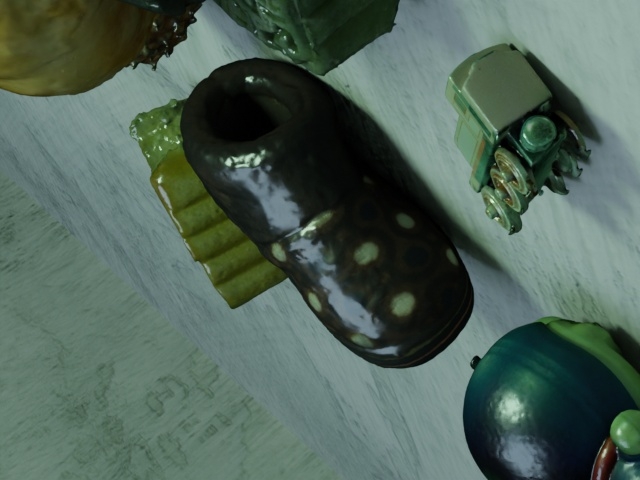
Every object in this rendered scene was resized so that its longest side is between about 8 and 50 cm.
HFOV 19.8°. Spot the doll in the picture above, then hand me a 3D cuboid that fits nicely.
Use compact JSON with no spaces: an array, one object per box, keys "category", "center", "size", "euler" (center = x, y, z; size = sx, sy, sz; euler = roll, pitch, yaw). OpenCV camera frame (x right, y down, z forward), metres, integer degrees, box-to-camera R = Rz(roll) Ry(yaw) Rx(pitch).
[{"category":"doll","center":[0.264,0.191,1.774],"size":[0.322,0.186,0.198],"euler":[31,159,42]}]

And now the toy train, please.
[{"category":"toy train","center":[0.160,-0.085,1.556],"size":[0.125,0.081,0.194],"euler":[56,171,12]}]

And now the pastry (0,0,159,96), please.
[{"category":"pastry","center":[-0.277,-0.319,1.610],"size":[0.409,0.245,0.409],"euler":[-5,-90,-78]}]

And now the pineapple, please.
[{"category":"pineapple","center":[-0.203,-0.274,1.970],"size":[0.166,0.166,0.193],"euler":[44,164,14]}]

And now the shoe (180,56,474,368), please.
[{"category":"shoe","center":[0.000,-0.041,1.956],"size":[0.384,0.171,0.237],"euler":[47,173,38]}]

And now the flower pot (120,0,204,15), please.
[{"category":"flower pot","center":[-0.130,-0.246,1.416],"size":[0.107,0.157,0.157],"euler":[29,160,24]}]

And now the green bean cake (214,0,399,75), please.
[{"category":"green bean cake","center":[-0.045,-0.272,1.568],"size":[0.227,0.125,0.222],"euler":[43,166,37]}]

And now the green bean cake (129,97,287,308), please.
[{"category":"green bean cake","center":[-0.132,-0.059,2.304],"size":[0.233,0.124,0.236],"euler":[61,179,-27]}]
